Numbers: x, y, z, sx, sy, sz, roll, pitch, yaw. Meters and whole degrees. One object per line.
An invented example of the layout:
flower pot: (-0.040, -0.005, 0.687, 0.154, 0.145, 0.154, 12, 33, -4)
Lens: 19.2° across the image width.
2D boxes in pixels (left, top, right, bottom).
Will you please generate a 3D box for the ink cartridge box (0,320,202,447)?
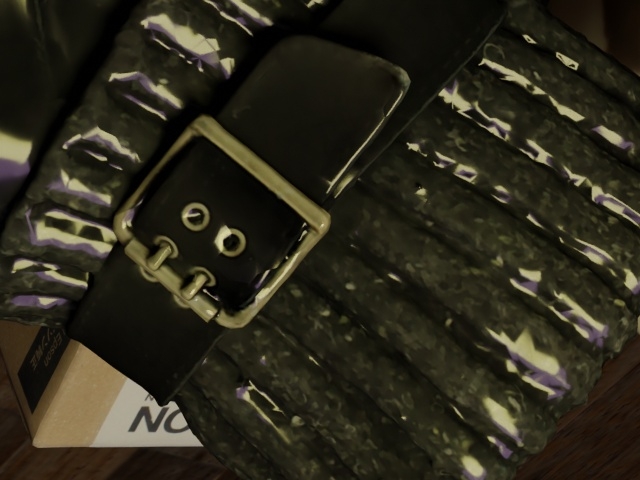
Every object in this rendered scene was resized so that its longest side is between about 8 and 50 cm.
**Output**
ink cartridge box: (0.000, 0.000, 0.821, 0.234, 0.088, 0.193, 2, 134, -32)

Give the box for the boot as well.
boot: (-0.084, 0.013, 0.539, 0.348, 0.131, 0.260, -40, 110, 11)

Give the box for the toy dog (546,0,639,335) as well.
toy dog: (0.207, -0.159, 0.629, 0.395, 0.285, 0.408, -6, 136, -4)
